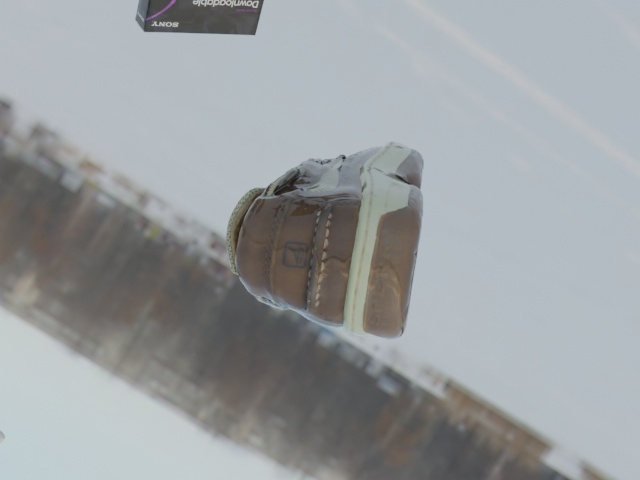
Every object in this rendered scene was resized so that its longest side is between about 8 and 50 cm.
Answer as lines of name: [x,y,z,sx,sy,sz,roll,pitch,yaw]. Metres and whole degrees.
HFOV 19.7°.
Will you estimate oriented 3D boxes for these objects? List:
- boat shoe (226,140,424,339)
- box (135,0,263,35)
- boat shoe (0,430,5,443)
boat shoe: [0.001,-0.008,0.933,0.095,0.095,0.257,8,-178,2]
box: [-0.097,-0.263,1.680,0.116,0.162,0.029,-2,-144,-26]
boat shoe: [-0.354,0.087,1.255,0.335,0.095,0.112,44,168,-37]
